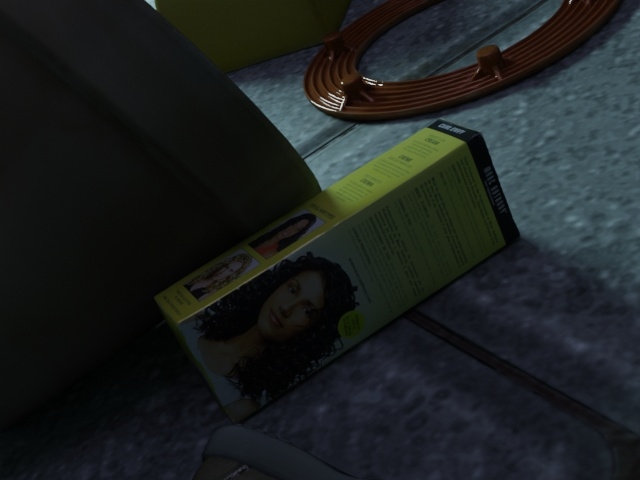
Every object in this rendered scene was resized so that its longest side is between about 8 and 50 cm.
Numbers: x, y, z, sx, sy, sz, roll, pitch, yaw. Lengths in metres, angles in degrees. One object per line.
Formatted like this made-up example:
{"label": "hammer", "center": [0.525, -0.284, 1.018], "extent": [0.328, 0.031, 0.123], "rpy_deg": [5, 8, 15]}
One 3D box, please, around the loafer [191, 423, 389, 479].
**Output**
{"label": "loafer", "center": [0.019, 0.155, 0.447], "extent": [0.251, 0.094, 0.087], "rpy_deg": [5, 52, 50]}

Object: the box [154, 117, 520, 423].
{"label": "box", "center": [0.015, 0.016, 0.672], "extent": [0.232, 0.087, 0.058], "rpy_deg": [-34, 27, -13]}

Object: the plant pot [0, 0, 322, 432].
{"label": "plant pot", "center": [-0.207, -0.028, 0.733], "extent": [0.280, 0.323, 0.323], "rpy_deg": [-51, 33, -5]}

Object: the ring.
{"label": "ring", "center": [0.134, -0.222, 1.031], "extent": [0.336, 0.032, 0.337], "rpy_deg": [-19, 30, 11]}

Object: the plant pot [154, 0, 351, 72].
{"label": "plant pot", "center": [-0.093, -0.340, 1.245], "extent": [0.212, 0.187, 0.212], "rpy_deg": [-13, 30, 21]}
